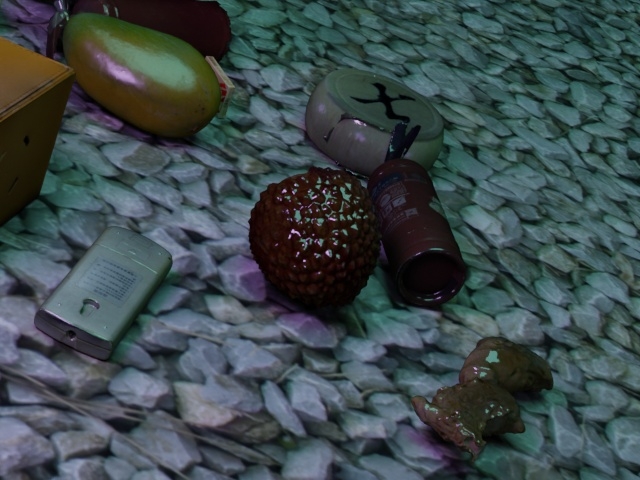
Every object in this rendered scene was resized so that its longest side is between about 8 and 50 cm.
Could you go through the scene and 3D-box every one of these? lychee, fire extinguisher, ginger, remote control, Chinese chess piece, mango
[{"bbox_3d":[0.000,0.000,1.966,0.188,0.188,0.188,19,29,-11],"label":"lychee"},{"bbox_3d":[0.134,-0.056,2.193,0.102,0.138,0.344,17,30,-21],"label":"fire extinguisher"},{"bbox_3d":[-0.291,-0.309,2.336,0.337,0.106,0.147,-6,64,-42],"label":"fire extinguisher"},{"bbox_3d":[0.219,0.189,1.905,0.122,0.084,0.290,29,27,21],"label":"ginger"},{"bbox_3d":[-0.254,0.058,1.802,0.098,0.038,0.233,25,29,2],"label":"remote control"},{"bbox_3d":[0.088,-0.184,2.421,0.237,0.092,0.238,19,30,-12],"label":"Chinese chess piece"},{"bbox_3d":[-0.262,-0.245,2.197,0.251,0.114,0.156,29,61,-12],"label":"mango"}]

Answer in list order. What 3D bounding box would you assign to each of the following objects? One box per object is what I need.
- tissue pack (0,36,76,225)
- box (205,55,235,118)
[{"bbox_3d":[-0.429,-0.112,1.786,0.145,0.194,0.274,28,28,5],"label":"tissue pack"},{"bbox_3d":[-0.164,-0.238,2.348,0.015,0.058,0.093,0,37,-32],"label":"box"}]
